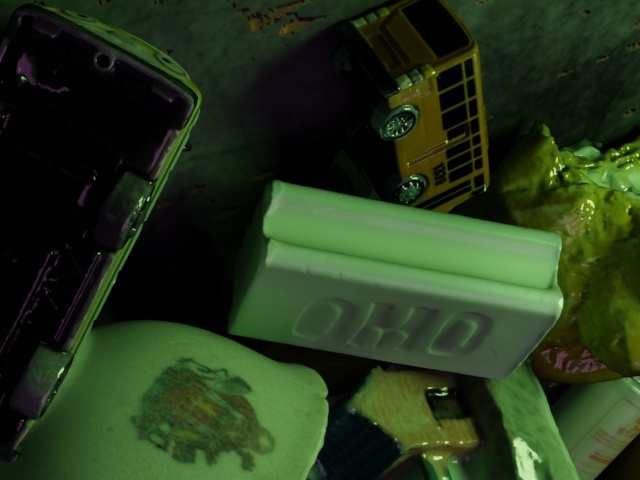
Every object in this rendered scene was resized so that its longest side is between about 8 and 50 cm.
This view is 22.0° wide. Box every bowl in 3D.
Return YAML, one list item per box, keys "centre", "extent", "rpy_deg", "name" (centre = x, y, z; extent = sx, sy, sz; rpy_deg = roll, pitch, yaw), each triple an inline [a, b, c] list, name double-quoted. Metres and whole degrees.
- centre: [-0.218, 0.195, 1.389]
  extent: [0.435, 0.435, 0.196]
  rpy_deg: [-38, 107, 6]
  name: "bowl"

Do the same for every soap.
- centre: [0.063, 0.040, 1.457]
  extent: [0.265, 0.088, 0.160]
  rpy_deg: [10, 150, -11]
  name: "soap"

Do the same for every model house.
- centre: [0.037, 0.245, 1.543]
  extent: [0.325, 0.194, 0.267]
  rpy_deg: [4, 143, -36]
  name: "model house"

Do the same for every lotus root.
- centre: [0.014, 0.105, 1.612]
  extent: [0.159, 0.095, 0.135]
  rpy_deg: [-21, 162, -46]
  name: "lotus root"

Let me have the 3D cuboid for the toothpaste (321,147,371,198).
- centre: [0.000, 0.000, 1.533]
  extent: [0.034, 0.057, 0.197]
  rpy_deg: [-10, 143, -34]
  name: "toothpaste"

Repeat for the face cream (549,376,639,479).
- centre: [0.372, 0.180, 2.007]
  extent: [0.101, 0.101, 0.252]
  rpy_deg: [15, 123, -48]
  name: "face cream"

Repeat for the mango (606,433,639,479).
- centre: [0.533, 0.226, 2.109]
  extent: [0.301, 0.220, 0.445]
  rpy_deg: [-4, 145, -45]
  name: "mango"

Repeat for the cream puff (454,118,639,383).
- centre: [0.291, 0.043, 1.636]
  extent: [0.323, 0.270, 0.274]
  rpy_deg: [-6, 142, -32]
  name: "cream puff"

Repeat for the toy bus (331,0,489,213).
- centre: [0.085, -0.110, 1.426]
  extent: [0.114, 0.098, 0.201]
  rpy_deg: [-26, 144, -9]
  name: "toy bus"

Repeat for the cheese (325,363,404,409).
- centre: [0.005, 0.203, 1.728]
  extent: [0.286, 0.074, 0.189]
  rpy_deg: [-57, 141, -3]
  name: "cheese"

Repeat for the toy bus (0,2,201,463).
- centre: [-0.200, -0.018, 1.192]
  extent: [0.305, 0.143, 0.179]
  rpy_deg: [-62, -179, 17]
  name: "toy bus"
